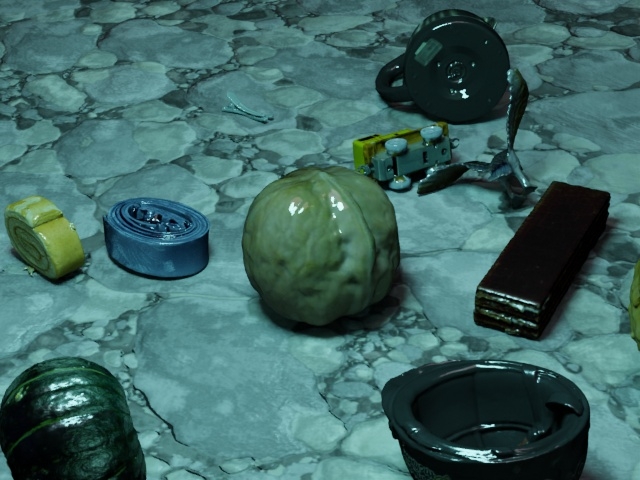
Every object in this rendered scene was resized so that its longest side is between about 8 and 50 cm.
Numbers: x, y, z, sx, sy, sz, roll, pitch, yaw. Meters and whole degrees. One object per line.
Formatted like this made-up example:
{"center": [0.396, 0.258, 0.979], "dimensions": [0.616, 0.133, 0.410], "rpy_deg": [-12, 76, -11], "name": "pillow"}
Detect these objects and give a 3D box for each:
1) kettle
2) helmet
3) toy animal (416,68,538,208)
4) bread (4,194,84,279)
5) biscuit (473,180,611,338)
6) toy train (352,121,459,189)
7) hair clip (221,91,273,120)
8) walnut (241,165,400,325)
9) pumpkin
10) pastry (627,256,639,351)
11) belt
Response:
{"center": [0.256, -0.359, 2.609], "dimensions": [0.207, 0.250, 0.271], "rpy_deg": [28, 23, -10], "name": "kettle"}
{"center": [0.205, 0.259, 1.600], "dimensions": [0.231, 0.160, 0.279], "rpy_deg": [-22, 23, -31], "name": "helmet"}
{"center": [0.316, -0.127, 2.279], "dimensions": [0.272, 0.197, 0.160], "rpy_deg": [-40, 48, 18], "name": "toy animal"}
{"center": [-0.452, -0.007, 2.090], "dimensions": [0.073, 0.122, 0.149], "rpy_deg": [-30, 41, -33], "name": "bread"}
{"center": [0.359, 0.020, 2.064], "dimensions": [0.107, 0.073, 0.388], "rpy_deg": [15, 35, 22], "name": "biscuit"}
{"center": [0.149, -0.158, 2.349], "dimensions": [0.219, 0.089, 0.127], "rpy_deg": [-19, 26, -25], "name": "toy train"}
{"center": [-0.146, -0.264, 2.576], "dimensions": [0.115, 0.039, 0.030], "rpy_deg": [22, 44, 29], "name": "hair clip"}
{"center": [0.001, 0.001, 1.964], "dimensions": [0.248, 0.248, 0.248], "rpy_deg": [-1, 32, 1], "name": "walnut"}
{"center": [-0.303, 0.250, 1.578], "dimensions": [0.162, 0.220, 0.220], "rpy_deg": [-18, 34, -8], "name": "pumpkin"}
{"center": [0.566, 0.105, 1.770], "dimensions": [0.285, 0.184, 0.315], "rpy_deg": [-1, 58, 11], "name": "pastry"}
{"center": [-0.271, -0.011, 2.126], "dimensions": [0.190, 0.082, 0.141], "rpy_deg": [22, 33, 31], "name": "belt"}
